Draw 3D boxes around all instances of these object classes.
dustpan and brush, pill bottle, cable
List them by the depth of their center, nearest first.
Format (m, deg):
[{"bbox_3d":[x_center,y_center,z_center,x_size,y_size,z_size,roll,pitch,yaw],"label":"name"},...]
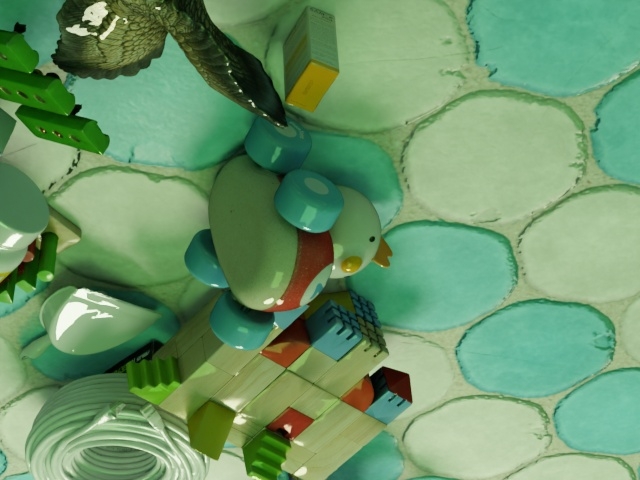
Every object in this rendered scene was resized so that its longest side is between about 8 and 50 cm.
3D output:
[{"bbox_3d":[-0.408,0.010,1.520,0.119,0.119,0.208,32,123,-33],"label":"pill bottle"},{"bbox_3d":[-0.331,0.118,1.775,0.211,0.060,0.147,-41,139,25],"label":"dustpan and brush"},{"bbox_3d":[-0.282,0.288,1.868,0.257,0.089,0.257,-20,136,20],"label":"cable"}]

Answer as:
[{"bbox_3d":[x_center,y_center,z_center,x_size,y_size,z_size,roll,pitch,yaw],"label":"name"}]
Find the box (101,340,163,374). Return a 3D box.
[{"bbox_3d":[-0.236,0.237,1.910,0.191,0.045,0.184,-32,128,28],"label":"box"}]

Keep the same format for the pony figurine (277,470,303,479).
[{"bbox_3d":[-0.024,0.482,2.066,0.363,0.303,0.351,36,92,-31],"label":"pony figurine"}]

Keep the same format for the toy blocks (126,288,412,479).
[{"bbox_3d":[-0.027,0.166,1.777,0.381,0.190,0.261,33,115,-33],"label":"toy blocks"}]

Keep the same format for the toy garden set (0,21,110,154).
[{"bbox_3d":[-0.344,-0.197,1.380,0.204,0.049,0.244,16,156,35],"label":"toy garden set"}]

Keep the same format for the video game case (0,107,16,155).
[{"bbox_3d":[-0.506,-0.130,1.437,0.269,0.061,0.244,-27,124,33],"label":"video game case"}]

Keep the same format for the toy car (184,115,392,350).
[{"bbox_3d":[0.000,0.000,1.577,0.238,0.210,0.219,9,125,-32],"label":"toy car"}]

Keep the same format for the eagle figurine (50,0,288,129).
[{"bbox_3d":[-0.147,-0.228,1.315,0.225,0.226,0.298,-16,135,-18],"label":"eagle figurine"}]

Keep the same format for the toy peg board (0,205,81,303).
[{"bbox_3d":[-0.404,0.010,1.626,0.161,0.079,0.160,-29,132,23],"label":"toy peg board"}]

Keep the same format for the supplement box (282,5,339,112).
[{"bbox_3d":[-0.011,-0.193,1.423,0.036,0.098,0.062,18,133,-21],"label":"supplement box"}]
